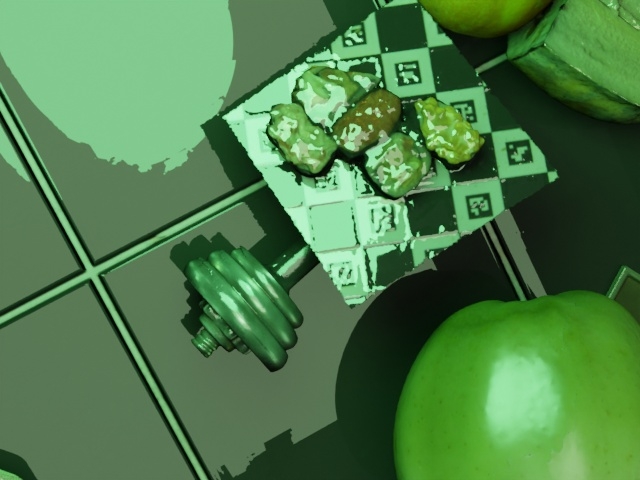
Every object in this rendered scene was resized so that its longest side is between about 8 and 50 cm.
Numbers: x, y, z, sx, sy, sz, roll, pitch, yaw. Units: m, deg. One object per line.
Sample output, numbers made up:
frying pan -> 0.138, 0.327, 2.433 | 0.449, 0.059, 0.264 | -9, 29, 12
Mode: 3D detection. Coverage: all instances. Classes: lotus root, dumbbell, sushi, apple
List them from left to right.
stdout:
dumbbell -> 0.000, 0.000, 1.379 | 0.406, 0.179, 0.179 | -42, 101, -7
sushi -> 0.080, -0.114, 1.278 | 0.294, 0.059, 0.292 | -35, 84, -6
apple -> 0.199, -0.363, 1.368 | 0.237, 0.237, 0.207 | 25, 110, -13
apple -> 0.265, 0.236, 1.379 | 0.357, 0.357, 0.357 | -1, 94, -13
lotus root -> 0.402, -0.272, 1.471 | 0.260, 0.149, 0.267 | 32, 69, -16

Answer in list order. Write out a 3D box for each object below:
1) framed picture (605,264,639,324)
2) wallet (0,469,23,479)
framed picture -> 0.488, 0.173, 1.582 | 0.250, 0.016, 0.184 | 29, 88, -12
wallet -> -0.441, 0.438, 1.364 | 0.275, 0.068, 0.335 | -32, 102, -9
